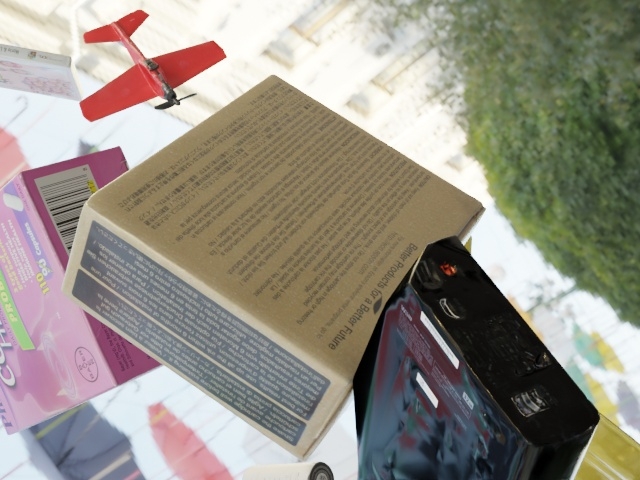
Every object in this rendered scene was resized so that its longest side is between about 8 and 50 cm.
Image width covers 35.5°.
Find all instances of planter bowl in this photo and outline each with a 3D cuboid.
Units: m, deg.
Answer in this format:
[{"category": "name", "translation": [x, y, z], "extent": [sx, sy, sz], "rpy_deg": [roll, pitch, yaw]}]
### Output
[{"category": "planter bowl", "translation": [0.227, 0.194, 0.974], "extent": [0.217, 0.090, 0.217], "rpy_deg": [38, 179, 1]}]

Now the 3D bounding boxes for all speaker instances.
[{"category": "speaker", "translation": [-0.048, 0.343, 1.413], "extent": [0.055, 0.136, 0.055], "rpy_deg": [17, -114, -45]}]

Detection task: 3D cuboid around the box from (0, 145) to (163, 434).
[{"category": "box", "translation": [-0.261, 0.056, 1.004], "extent": [0.117, 0.243, 0.214], "rpy_deg": [-23, -93, -44]}]

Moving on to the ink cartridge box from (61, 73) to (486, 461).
[{"category": "ink cartridge box", "translation": [-0.022, 0.004, 0.672], "extent": [0.193, 0.088, 0.234], "rpy_deg": [34, -142, 9]}]

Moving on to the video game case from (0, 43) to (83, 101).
[{"category": "video game case", "translation": [-0.375, -0.212, 1.245], "extent": [0.157, 0.143, 0.019], "rpy_deg": [137, 142, -79]}]

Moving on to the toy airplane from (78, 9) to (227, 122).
[{"category": "toy airplane", "translation": [-0.167, -0.170, 0.939], "extent": [0.028, 0.151, 0.151], "rpy_deg": [84, 174, -50]}]

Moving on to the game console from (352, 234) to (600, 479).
[{"category": "game console", "translation": [0.107, 0.181, 0.420], "extent": [0.043, 0.213, 0.361], "rpy_deg": [-14, -133, -21]}]

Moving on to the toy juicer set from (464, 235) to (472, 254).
[{"category": "toy juicer set", "translation": [0.000, 0.000, 1.072], "extent": [0.209, 0.328, 0.090], "rpy_deg": [24, -102, -80]}]
